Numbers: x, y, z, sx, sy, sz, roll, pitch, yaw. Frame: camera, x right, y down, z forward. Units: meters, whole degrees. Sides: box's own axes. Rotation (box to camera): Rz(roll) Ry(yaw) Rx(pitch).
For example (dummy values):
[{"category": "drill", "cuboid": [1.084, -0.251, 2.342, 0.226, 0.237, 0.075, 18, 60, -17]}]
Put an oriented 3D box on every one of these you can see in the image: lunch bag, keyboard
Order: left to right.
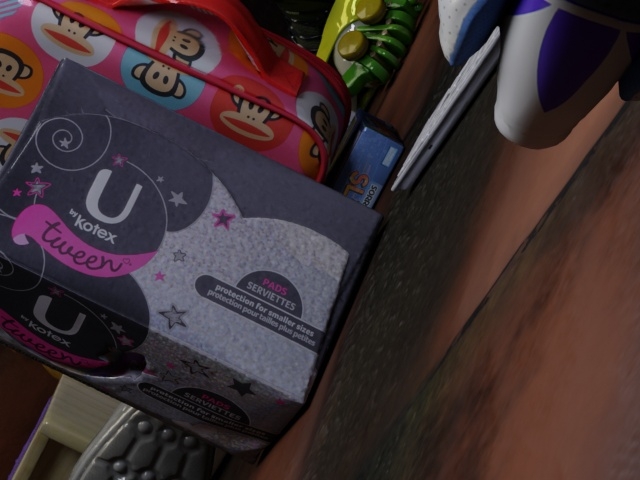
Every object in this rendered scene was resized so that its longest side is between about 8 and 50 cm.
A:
[{"category": "lunch bag", "cuboid": [-0.133, -0.095, 1.435, 0.258, 0.293, 0.120, -58, 7, 39]}, {"category": "keyboard", "cuboid": [0.107, -0.125, 1.189, 0.256, 0.014, 0.072, -56, 9, 48]}]

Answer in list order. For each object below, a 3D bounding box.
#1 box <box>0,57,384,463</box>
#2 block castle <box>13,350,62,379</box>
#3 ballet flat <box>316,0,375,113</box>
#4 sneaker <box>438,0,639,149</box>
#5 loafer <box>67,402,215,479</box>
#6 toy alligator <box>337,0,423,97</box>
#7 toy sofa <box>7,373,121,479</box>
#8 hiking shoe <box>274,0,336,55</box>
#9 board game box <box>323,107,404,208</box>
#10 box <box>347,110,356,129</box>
[{"category": "box", "cuboid": [-0.110, 0.018, 1.303, 0.163, 0.247, 0.142, -67, 5, -29]}, {"category": "block castle", "cuboid": [-0.218, -0.052, 2.014, 0.453, 0.303, 0.212, -48, -17, -59]}, {"category": "ballet flat", "cuboid": [0.026, -0.150, 1.824, 0.231, 0.077, 0.077, -63, 26, 26]}, {"category": "sneaker", "cuboid": [0.123, -0.127, 0.581, 0.323, 0.130, 0.236, -107, 34, -76]}, {"category": "loafer", "cuboid": [-0.170, 0.226, 1.596, 0.111, 0.112, 0.319, -89, 25, -59]}, {"category": "toy alligator", "cuboid": [0.069, -0.203, 1.744, 0.051, 0.056, 0.189, 12, 69, 41]}, {"category": "toy sofa", "cuboid": [-0.252, 0.288, 1.866, 0.362, 0.150, 0.177, -60, 7, 26]}, {"category": "hiking shoe", "cuboid": [0.008, -0.209, 1.878, 0.227, 0.086, 0.114, 10, -85, -57]}, {"category": "board game box", "cuboid": [0.000, 0.000, 1.478, 0.201, 0.035, 0.136, -62, 5, 9]}, {"category": "box", "cuboid": [-0.122, -0.056, 1.700, 0.231, 0.262, 0.127, -66, 6, -17]}]
